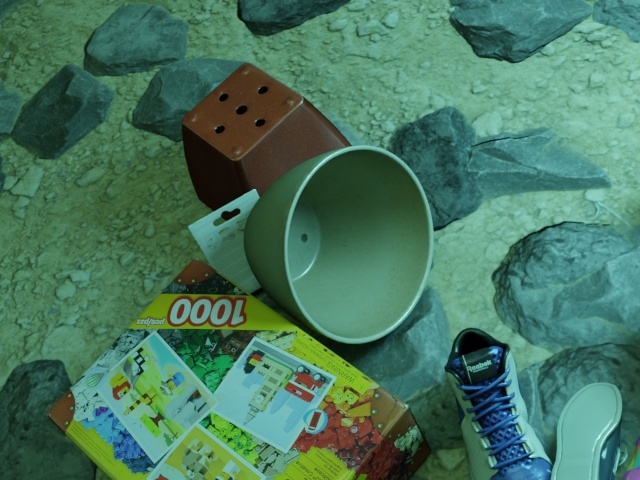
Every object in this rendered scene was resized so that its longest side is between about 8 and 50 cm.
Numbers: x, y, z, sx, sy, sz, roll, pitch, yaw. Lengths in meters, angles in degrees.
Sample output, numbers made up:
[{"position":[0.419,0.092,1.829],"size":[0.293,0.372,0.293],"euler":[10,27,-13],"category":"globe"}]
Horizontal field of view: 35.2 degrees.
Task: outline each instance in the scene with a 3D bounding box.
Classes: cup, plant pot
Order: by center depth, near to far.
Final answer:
[{"position":[0.000,0.000,1.765],"size":[0.237,0.331,0.331],"euler":[6,56,51],"category":"cup"},{"position":[-0.112,-0.180,1.949],"size":[0.267,0.236,0.267],"euler":[-44,54,-13],"category":"plant pot"}]

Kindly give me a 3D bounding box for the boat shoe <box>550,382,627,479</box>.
[{"position":[0.405,0.320,1.504],"size":[0.095,0.079,0.254],"euler":[-10,33,28],"category":"boat shoe"}]

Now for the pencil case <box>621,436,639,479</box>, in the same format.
[{"position":[0.459,0.390,1.435],"size":[0.104,0.104,0.236],"euler":[20,63,30],"category":"pencil case"}]

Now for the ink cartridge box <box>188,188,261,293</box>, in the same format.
[{"position":[-0.144,0.007,1.870],"size":[0.145,0.179,0.045],"euler":[-30,22,-2],"category":"ink cartridge box"}]

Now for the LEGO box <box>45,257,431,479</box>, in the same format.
[{"position":[-0.136,0.314,1.640],"size":[0.500,0.193,0.372],"euler":[31,71,34],"category":"LEGO box"}]

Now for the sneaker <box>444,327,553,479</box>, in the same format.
[{"position":[0.257,0.261,1.541],"size":[0.127,0.182,0.315],"euler":[-20,52,8],"category":"sneaker"}]
